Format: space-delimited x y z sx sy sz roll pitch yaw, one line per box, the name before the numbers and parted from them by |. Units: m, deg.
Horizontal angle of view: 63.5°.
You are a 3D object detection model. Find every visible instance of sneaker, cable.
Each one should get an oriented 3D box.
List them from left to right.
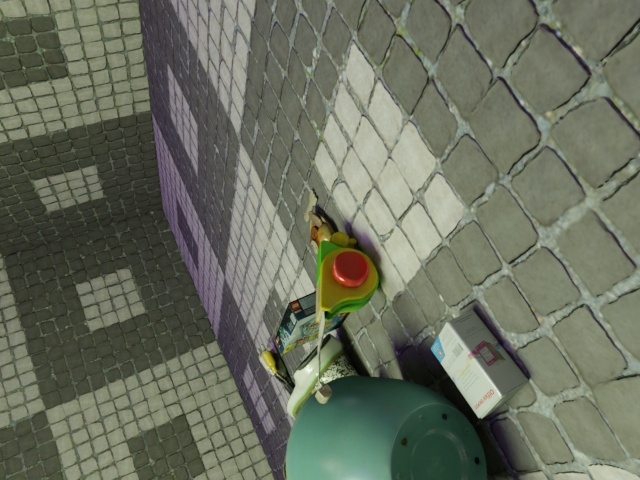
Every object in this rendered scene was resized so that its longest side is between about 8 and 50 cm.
cable | -0.142 0.506 1.851 0.287 0.072 0.140 58 161 27
sneaker | 0.027 0.406 1.301 0.182 0.158 0.411 39 152 22

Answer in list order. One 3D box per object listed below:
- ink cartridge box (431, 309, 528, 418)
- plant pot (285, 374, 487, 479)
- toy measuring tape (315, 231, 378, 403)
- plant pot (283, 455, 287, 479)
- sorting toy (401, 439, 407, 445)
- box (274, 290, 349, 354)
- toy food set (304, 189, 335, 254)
ink cartridge box | 0.222 0.177 0.737 0.123 0.052 0.089 58 156 30
plant pot | 0.123 0.365 0.847 0.235 0.292 0.293 -31 80 57
toy measuring tape | 0.050 0.127 0.942 0.121 0.121 0.331 108 166 -57
plant pot | -0.035 0.786 1.738 0.167 0.166 0.165 54 161 35
sorting toy | 0.105 0.389 1.027 0.038 0.192 0.208 -52 56 38
box | -0.008 0.166 1.127 0.044 0.159 0.233 60 156 19
toy food set | 0.000 0.000 1.129 0.192 0.038 0.132 61 157 22
